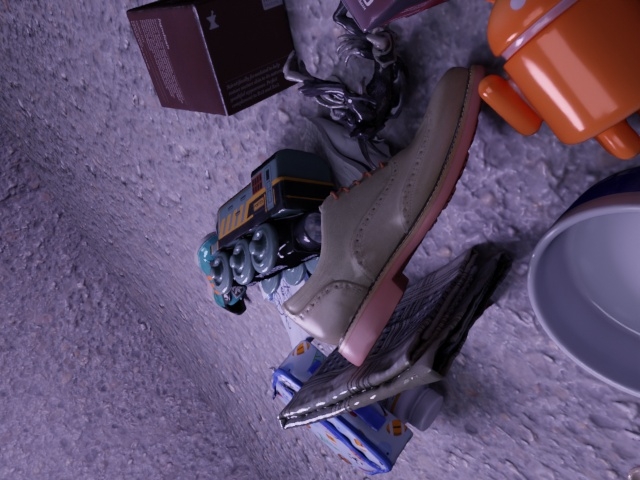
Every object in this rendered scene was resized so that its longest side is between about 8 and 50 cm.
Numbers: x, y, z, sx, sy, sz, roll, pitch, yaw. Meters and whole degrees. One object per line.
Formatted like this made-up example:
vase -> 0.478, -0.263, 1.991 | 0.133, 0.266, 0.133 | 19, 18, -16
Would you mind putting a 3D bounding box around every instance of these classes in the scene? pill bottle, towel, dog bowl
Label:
pill bottle -> 0.146, 0.308, 1.071 | 0.215, 0.117, 0.117 | 28, 139, 33
towel -> 0.107, 0.136, 0.744 | 0.324, 0.312, 0.056 | -36, 90, 42
dog bowl -> 0.382, 0.052, 0.563 | 0.265, 0.104, 0.264 | 31, 142, 29

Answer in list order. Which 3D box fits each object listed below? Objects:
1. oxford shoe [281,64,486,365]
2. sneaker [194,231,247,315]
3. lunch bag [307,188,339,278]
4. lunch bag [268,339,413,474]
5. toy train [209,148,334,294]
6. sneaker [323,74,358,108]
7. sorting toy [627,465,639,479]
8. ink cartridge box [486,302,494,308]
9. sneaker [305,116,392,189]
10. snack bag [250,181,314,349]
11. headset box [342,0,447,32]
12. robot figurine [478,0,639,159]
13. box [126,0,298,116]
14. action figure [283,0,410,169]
oxford shoe -> 0.077, -0.048, 0.625 | 0.147, 0.396, 0.140 | 26, -179, 10
sneaker -> -0.255, 0.097, 1.383 | 0.121, 0.108, 0.302 | 34, 151, 24
lunch bag -> 0.000, 0.000, 0.985 | 0.293, 0.138, 0.220 | 42, 149, 38
lunch bag -> 0.028, 0.338, 1.019 | 0.303, 0.115, 0.243 | 38, 156, 10
toy train -> -0.091, -0.017, 0.858 | 0.334, 0.142, 0.190 | -26, 64, 55
sneaker -> 0.032, -0.223, 0.793 | 0.083, 0.037, 0.032 | 42, 143, 13
sorting toy -> 0.583, 0.417, 0.715 | 0.193, 0.038, 0.208 | 56, 146, -4
ink cartridge box -> 0.221, 0.118, 0.814 | 0.063, 0.115, 0.029 | -35, 80, 56
sneaker -> 0.052, -0.136, 0.814 | 0.235, 0.095, 0.090 | 51, 157, 40
snack bag -> -0.090, 0.076, 1.082 | 0.342, 0.037, 0.323 | 66, 159, 16
headset box -> 0.140, -0.309, 0.418 | 0.110, 0.218, 0.293 | 57, 147, -5
robot figurine -> 0.249, -0.181, 0.485 | 0.219, 0.128, 0.158 | 53, 154, 0
box -> -0.175, -0.320, 0.835 | 0.203, 0.168, 0.166 | 19, 134, 41
action figure -> 0.047, -0.239, 0.661 | 0.141, 0.164, 0.275 | 19, 125, 27
